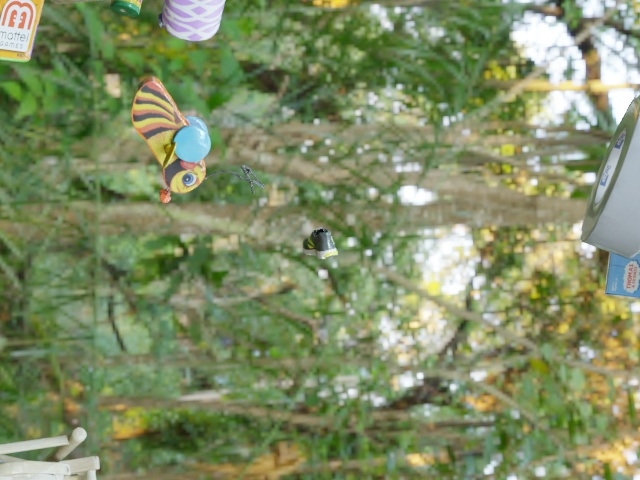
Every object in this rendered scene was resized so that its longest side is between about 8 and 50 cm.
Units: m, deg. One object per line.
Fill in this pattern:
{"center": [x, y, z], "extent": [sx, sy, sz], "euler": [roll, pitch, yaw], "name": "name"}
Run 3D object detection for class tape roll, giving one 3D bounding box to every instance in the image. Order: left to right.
{"center": [0.428, -0.089, 1.541], "extent": [0.219, 0.072, 0.219], "euler": [20, 90, -84], "name": "tape roll"}

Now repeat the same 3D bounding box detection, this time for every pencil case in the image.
{"center": [-0.162, -0.356, 1.490], "extent": [0.206, 0.086, 0.088], "euler": [111, -14, -55], "name": "pencil case"}

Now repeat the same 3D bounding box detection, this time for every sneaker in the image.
{"center": [0.000, 0.000, 1.363], "extent": [0.083, 0.031, 0.035], "euler": [-162, -116, -68], "name": "sneaker"}

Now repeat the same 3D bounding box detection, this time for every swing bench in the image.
{"center": [-0.371, 0.402, 1.487], "extent": [0.255, 0.165, 0.253], "euler": [106, -24, -68], "name": "swing bench"}

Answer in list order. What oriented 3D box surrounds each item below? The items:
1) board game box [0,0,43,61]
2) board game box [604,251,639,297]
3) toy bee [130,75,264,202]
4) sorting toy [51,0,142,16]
{"center": [-0.514, -0.418, 1.182], "extent": [0.356, 0.356, 0.356], "euler": [-7, 116, -63], "name": "board game box"}
{"center": [0.552, 0.017, 1.731], "extent": [0.039, 0.211, 0.160], "euler": [0, 97, -78], "name": "board game box"}
{"center": [-0.271, -0.155, 2.146], "extent": [0.298, 0.162, 0.195], "euler": [47, 6, 0], "name": "toy bee"}
{"center": [-0.395, -0.408, 1.681], "extent": [0.274, 0.132, 0.046], "euler": [25, 72, -54], "name": "sorting toy"}
